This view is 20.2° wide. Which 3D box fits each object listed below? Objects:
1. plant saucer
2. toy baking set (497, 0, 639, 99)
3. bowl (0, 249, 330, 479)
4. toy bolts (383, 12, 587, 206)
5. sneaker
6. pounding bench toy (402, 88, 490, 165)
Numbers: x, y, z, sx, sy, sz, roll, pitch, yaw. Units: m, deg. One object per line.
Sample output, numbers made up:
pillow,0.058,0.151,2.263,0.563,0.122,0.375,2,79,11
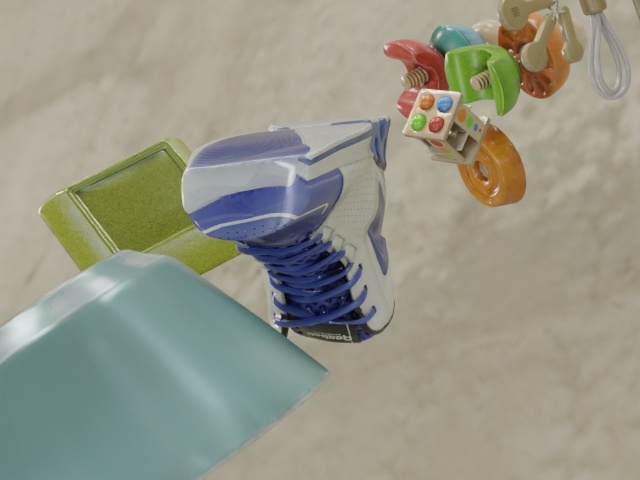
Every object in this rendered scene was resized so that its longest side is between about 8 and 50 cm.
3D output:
plant saucer,-0.191,-0.030,1.971,0.188,0.045,0.188,-28,55,-18
toy baking set,0.263,-0.250,1.830,0.030,0.256,0.197,-8,72,56
bowl,-0.164,0.122,1.277,0.311,0.163,0.311,-36,0,0
toy bolts,0.207,-0.175,2.090,0.158,0.218,0.228,-27,32,-25
sneaker,0.000,0.000,1.404,0.127,0.182,0.315,-5,6,14
pounding bench toy,0.111,-0.115,1.771,0.083,0.065,0.052,10,72,42
